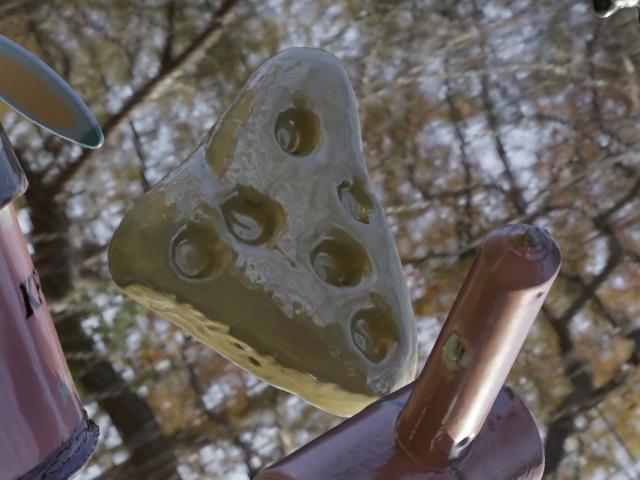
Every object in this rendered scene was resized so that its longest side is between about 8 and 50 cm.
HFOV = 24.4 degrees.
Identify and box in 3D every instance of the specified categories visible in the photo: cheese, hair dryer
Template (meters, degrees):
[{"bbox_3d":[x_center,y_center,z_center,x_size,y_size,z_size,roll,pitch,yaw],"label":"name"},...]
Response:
[{"bbox_3d":[0.000,0.000,1.502,0.328,0.351,0.129,41,-34,-4],"label":"cheese"},{"bbox_3d":[0.076,0.112,1.034,0.125,0.210,0.352,46,-37,26],"label":"hair dryer"}]

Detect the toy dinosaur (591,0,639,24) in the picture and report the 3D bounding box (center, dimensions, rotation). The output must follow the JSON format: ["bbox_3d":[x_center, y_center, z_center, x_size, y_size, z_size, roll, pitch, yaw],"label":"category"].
[{"bbox_3d":[0.073,-0.075,0.331,0.154,0.055,0.049,50,-30,-21],"label":"toy dinosaur"}]

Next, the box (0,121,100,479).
[{"bbox_3d":[-0.166,0.043,0.562,0.151,0.151,0.135,-3,-68,55],"label":"box"}]

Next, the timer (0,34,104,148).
[{"bbox_3d":[-0.282,-0.126,0.967,0.255,0.175,0.175,58,-32,-5],"label":"timer"}]
